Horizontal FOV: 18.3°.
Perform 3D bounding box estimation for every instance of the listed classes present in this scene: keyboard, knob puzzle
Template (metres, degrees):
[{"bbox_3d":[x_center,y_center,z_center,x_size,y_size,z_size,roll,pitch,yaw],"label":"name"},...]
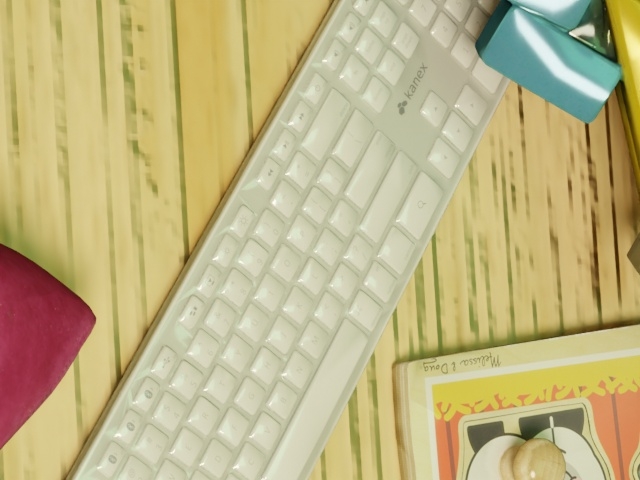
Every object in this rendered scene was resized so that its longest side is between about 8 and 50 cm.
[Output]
[{"bbox_3d":[0.000,0.000,0.622,0.072,0.014,0.256,39,66,-24],"label":"keyboard"},{"bbox_3d":[0.111,0.126,0.673,0.213,0.030,0.213,4,83,-34],"label":"knob puzzle"}]

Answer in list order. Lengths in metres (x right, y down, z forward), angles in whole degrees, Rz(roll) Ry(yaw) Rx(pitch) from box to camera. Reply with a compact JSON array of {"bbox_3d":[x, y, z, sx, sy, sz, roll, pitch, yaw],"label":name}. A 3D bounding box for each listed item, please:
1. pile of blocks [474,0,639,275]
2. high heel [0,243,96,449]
[{"bbox_3d":[0.087,-0.150,0.650,0.149,0.112,0.362,-8,100,3],"label":"pile of blocks"},{"bbox_3d":[-0.125,0.111,0.495,0.117,0.082,0.244,18,67,-32],"label":"high heel"}]
